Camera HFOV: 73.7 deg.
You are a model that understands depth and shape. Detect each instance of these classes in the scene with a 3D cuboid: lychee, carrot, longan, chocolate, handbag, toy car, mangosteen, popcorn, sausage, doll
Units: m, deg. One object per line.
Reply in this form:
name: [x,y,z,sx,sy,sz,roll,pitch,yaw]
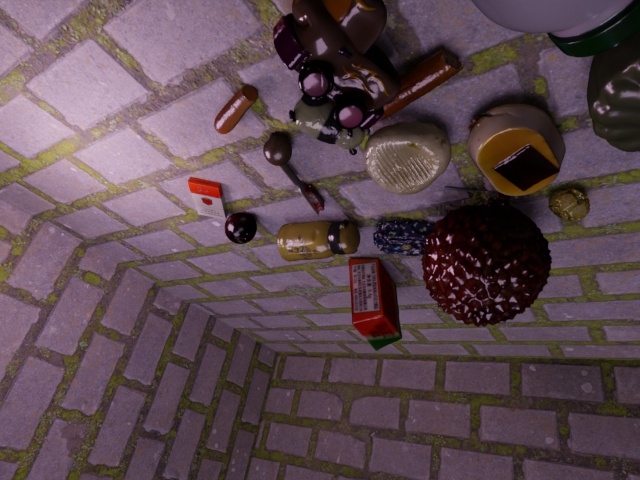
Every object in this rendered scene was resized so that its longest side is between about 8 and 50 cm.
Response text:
lychee: [0.566,0.051,1.470,0.425,0.499,0.424,13,-166,-3]
carrot: [-0.276,-0.406,1.350,0.067,0.067,0.225,30,145,-27]
longan: [-0.146,-0.309,1.442,0.113,0.092,0.113,30,132,40]
chocolate: [0.269,0.303,2.080,0.162,0.360,0.341,-15,142,19]
handbag: [0.348,-0.004,1.747,0.260,0.113,0.162,3,157,3]
toy car: [0.070,-0.444,0.992,0.341,0.271,0.240,30,126,-33]
mangosteen: [-0.363,-0.061,1.921,0.153,0.152,0.152,10,151,6]
popcorn: [0.807,-0.119,1.379,0.121,0.116,0.106,42,130,33]
sausage: [0.226,-0.397,1.124,0.302,0.103,0.076,-22,102,44]
doll: [0.028,-0.347,1.244,0.234,0.135,0.143,24,150,-7]

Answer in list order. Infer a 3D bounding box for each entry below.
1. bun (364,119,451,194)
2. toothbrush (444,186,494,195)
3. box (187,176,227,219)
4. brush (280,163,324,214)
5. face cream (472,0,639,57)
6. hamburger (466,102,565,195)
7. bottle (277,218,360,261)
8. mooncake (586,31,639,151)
bun: [0.265,-0.258,1.298,0.259,0.160,0.259,6,134,6]
toothbrush: [0.516,-0.172,1.483,0.167,0.014,0.011,8,159,9]
box: [-0.487,-0.178,1.860,0.139,0.035,0.245,13,151,1]
brush: [-0.066,-0.210,1.613,0.050,0.060,0.321,-16,142,21]
face cream: [0.415,-0.509,0.731,0.357,0.219,0.312,28,147,-26]
hamburger: [0.545,-0.257,1.196,0.227,0.151,0.295,-20,132,36]
bottle: [0.000,0.000,1.831,0.352,0.171,0.171,-4,147,28]
mooncake: [0.777,-0.339,0.909,0.357,0.194,0.356,10,150,6]
